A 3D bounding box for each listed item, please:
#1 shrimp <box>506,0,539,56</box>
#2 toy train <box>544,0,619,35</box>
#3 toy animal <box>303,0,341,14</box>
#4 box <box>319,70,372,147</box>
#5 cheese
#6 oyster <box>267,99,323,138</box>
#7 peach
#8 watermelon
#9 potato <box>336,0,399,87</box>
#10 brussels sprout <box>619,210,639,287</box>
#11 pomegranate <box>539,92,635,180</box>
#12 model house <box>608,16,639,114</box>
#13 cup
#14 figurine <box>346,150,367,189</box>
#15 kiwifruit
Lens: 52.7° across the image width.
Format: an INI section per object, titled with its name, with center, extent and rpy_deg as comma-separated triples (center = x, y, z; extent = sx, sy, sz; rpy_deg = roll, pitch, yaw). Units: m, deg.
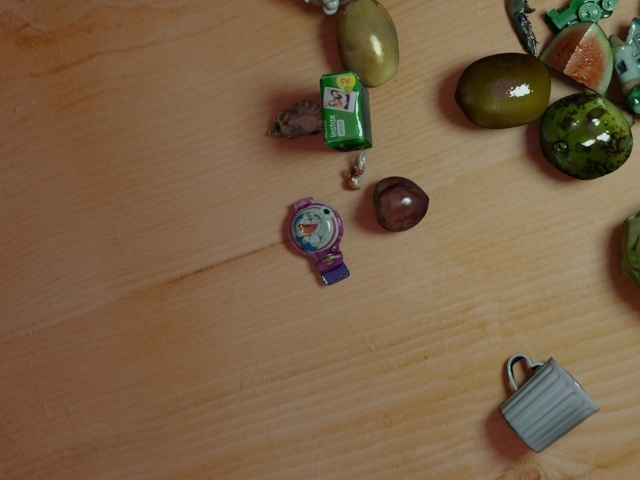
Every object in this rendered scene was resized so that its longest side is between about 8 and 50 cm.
[shrimp]
center = 0.565, -0.586, 1.668
extent = 0.148, 0.035, 0.195
rpy_deg = -18, 92, 41
[toy train]
center = 0.681, -0.593, 1.676
extent = 0.178, 0.071, 0.104
rpy_deg = -36, 77, 6
[toy animal]
center = 0.029, -0.685, 1.671
extent = 0.204, 0.208, 0.156
rpy_deg = -44, 94, 2
[box]
center = 0.068, -0.321, 1.647
extent = 0.103, 0.250, 0.180
rpy_deg = -5, 91, 11
[cheese]
center = 0.000, 0.000, 1.755
extent = 0.155, 0.062, 0.244
rpy_deg = -23, 90, 4
[oyster]
center = -0.060, -0.320, 1.761
extent = 0.122, 0.045, 0.146
rpy_deg = 34, 87, 7
[peach]
center = 0.213, -0.101, 1.698
extent = 0.152, 0.152, 0.152
rpy_deg = 0, 91, 5
[watermelon]
center = 0.666, -0.451, 1.635
extent = 0.145, 0.193, 0.137
rpy_deg = 21, 71, -17
[potato]
center = 0.120, -0.520, 1.702
extent = 0.150, 0.146, 0.233
rpy_deg = -13, 90, 38
[brussels sprout]
center = 0.911, 0.038, 1.585
extent = 0.328, 0.247, 0.327
rpy_deg = -3, 76, 11
[pomegranate]
center = 0.693, -0.277, 1.612
extent = 0.277, 0.204, 0.221
rpy_deg = -25, 88, 5
[model house]
center = 0.842, -0.500, 1.574
extent = 0.194, 0.267, 0.324
rpy_deg = 6, 61, -34
[cup]
center = 0.575, 0.415, 1.682
extent = 0.202, 0.221, 0.167
rpy_deg = -43, 121, 8
[figurine]
center = 0.101, -0.190, 1.744
extent = 0.047, 0.064, 0.109
rpy_deg = 24, 109, 28
[kiwifruit]
center = 0.459, -0.379, 1.641
extent = 0.234, 0.196, 0.195
rpy_deg = -2, 91, 9
